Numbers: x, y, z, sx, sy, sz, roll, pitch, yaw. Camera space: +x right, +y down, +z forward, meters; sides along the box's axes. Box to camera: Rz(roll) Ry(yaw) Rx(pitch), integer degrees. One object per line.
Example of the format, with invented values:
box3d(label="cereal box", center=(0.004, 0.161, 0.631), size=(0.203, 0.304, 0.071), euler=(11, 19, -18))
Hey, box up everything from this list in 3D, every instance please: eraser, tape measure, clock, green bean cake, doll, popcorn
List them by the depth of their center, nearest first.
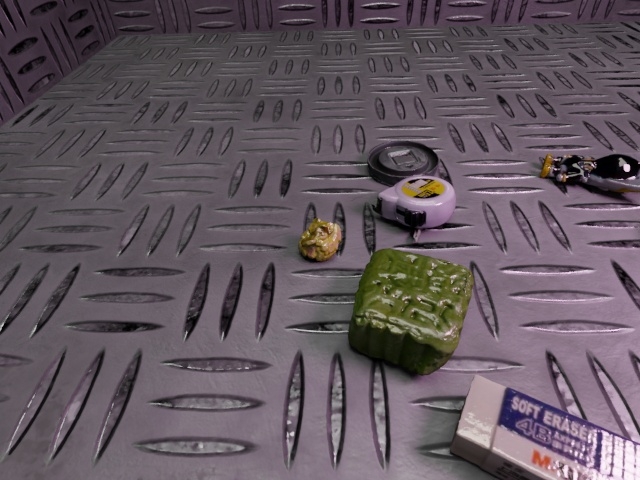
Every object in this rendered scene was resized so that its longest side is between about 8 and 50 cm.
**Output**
box3d(label="eraser", center=(0.361, 0.333, 0.648), size=(0.279, 0.081, 0.124), euler=(20, 47, 23))
box3d(label="green bean cake", center=(0.182, 0.137, 0.842), size=(0.222, 0.125, 0.248), euler=(15, 45, 18))
box3d(label="popcorn", center=(0.001, 0.000, 1.037), size=(0.109, 0.089, 0.097), euler=(-17, 55, -20))
box3d(label="tape measure", center=(0.271, -0.098, 1.121), size=(0.196, 0.105, 0.178), euler=(-25, 40, -25))
box3d(label="doll", center=(0.823, -0.202, 1.201), size=(0.316, 0.103, 0.145), euler=(13, 28, 28))
box3d(label="clock", center=(0.263, -0.249, 1.323), size=(0.226, 0.049, 0.226), euler=(-2, 43, 2))
